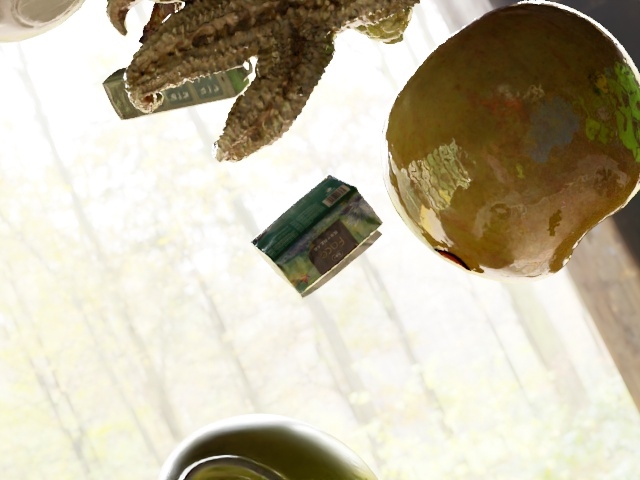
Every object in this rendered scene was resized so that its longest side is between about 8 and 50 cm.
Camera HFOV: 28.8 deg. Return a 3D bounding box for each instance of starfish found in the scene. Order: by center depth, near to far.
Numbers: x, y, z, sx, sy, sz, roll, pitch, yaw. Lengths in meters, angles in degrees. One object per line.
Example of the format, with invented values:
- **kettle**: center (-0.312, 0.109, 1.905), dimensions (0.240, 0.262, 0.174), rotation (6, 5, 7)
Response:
- **starfish**: center (-0.019, -0.160, 0.785), dimensions (0.238, 0.216, 0.071), rotation (-7, -10, -2)

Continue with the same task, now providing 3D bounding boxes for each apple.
- **apple**: center (0.128, -0.060, 0.799), dimensions (0.182, 0.155, 0.182), rotation (-40, -17, -15)

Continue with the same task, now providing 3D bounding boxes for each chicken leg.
- **chicken leg**: center (-0.185, -0.265, 1.448), dimensions (0.062, 0.037, 0.145), rotation (-36, -30, -62)

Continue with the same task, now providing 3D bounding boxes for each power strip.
- **power strip**: center (-0.220, -0.238, 1.887), dimensions (0.272, 0.078, 0.052), rotation (-5, 30, 36)

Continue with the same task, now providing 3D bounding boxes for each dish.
- **dish**: center (-0.072, 0.267, 1.044), dimensions (0.262, 0.221, 0.108), rotation (-66, -20, -13)

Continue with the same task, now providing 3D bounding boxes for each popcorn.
- **popcorn**: center (0.085, -0.358, 1.886), dimensions (0.116, 0.120, 0.106), rotation (12, -77, -38)

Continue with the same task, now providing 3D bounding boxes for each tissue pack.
- **tissue pack**: center (0.001, 0.000, 1.254), dimensions (0.111, 0.079, 0.085), rotation (-41, 23, -6)

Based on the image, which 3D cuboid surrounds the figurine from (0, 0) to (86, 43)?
- **figurine**: center (-0.393, -0.340, 1.287), dimensions (0.226, 0.394, 0.274), rotation (-13, -40, -47)
